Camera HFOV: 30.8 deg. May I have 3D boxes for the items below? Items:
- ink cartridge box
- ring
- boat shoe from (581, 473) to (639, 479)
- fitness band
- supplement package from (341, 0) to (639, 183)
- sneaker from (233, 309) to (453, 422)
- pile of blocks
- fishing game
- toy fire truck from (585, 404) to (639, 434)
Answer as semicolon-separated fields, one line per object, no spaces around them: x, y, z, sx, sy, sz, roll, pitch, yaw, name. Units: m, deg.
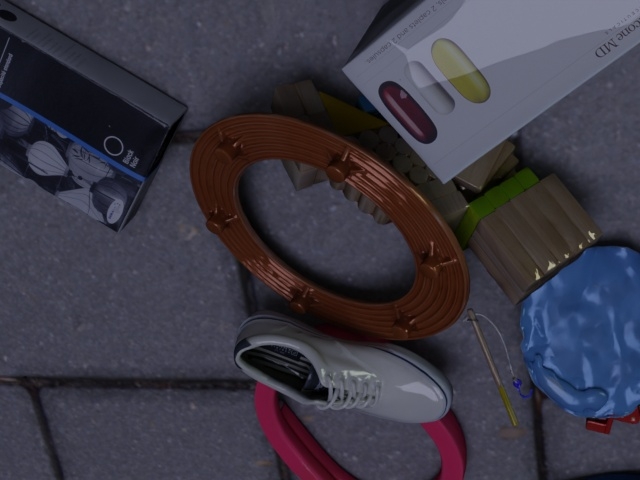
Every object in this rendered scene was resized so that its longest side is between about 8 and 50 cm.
-0.331;-0.161;1.314;0.333;0.065;0.165;30;122;-1;ink cartridge box
0.000;0.000;1.237;0.337;0.032;0.336;25;147;17;ring
0.391;0.332;1.353;0.258;0.109;0.089;-5;119;20;boat shoe
0.051;0.228;1.426;0.209;0.054;0.291;-33;106;25;fitness band
0.178;-0.212;1.061;0.262;0.204;0.145;-37;103;28;supplement package
0.021;0.160;1.316;0.258;0.091;0.094;16;118;5;sneaker
0.112;-0.059;1.231;0.362;0.149;0.112;31;153;6;pile of blocks
0.303;0.097;1.242;0.264;0.041;0.189;-27;91;4;fishing game
0.370;0.180;1.309;0.135;0.047;0.192;11;119;9;toy fire truck
